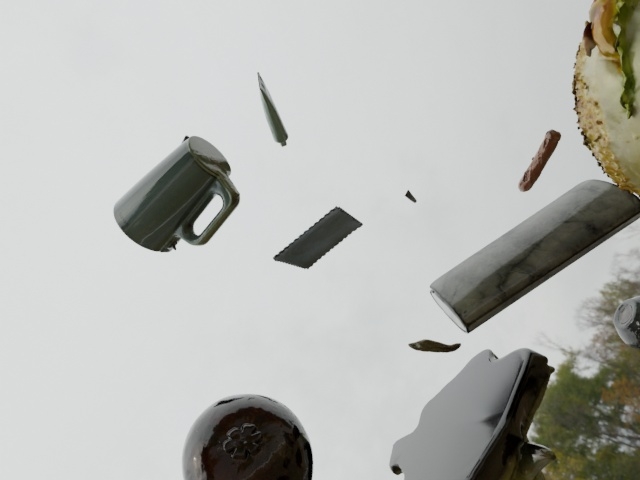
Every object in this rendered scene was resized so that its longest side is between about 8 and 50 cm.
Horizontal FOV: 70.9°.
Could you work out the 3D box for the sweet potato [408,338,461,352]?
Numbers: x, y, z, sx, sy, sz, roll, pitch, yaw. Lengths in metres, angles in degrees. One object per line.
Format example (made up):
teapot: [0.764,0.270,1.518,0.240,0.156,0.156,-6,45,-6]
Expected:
sweet potato: [0.333,0.308,1.311,0.041,0.153,0.038,-71,-22,-60]

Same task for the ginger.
ginger: [0.292,0.405,0.791,0.211,0.358,0.413,38,-98,2]

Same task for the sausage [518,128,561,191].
sausage: [0.500,-0.178,1.032,0.042,0.036,0.157,-24,-39,-45]

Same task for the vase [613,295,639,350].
vase: [0.721,0.188,0.936,0.120,0.183,0.120,22,-90,-85]

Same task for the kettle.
kettle: [-0.299,-0.085,0.978,0.210,0.243,0.160,57,-157,15]

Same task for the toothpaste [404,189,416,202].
toothpaste: [0.301,-0.145,1.498,0.083,0.015,0.024,26,-87,-55]

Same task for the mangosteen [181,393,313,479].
mangosteen: [-0.069,0.223,0.446,0.140,0.140,0.140,-9,-77,-41]

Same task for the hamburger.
hamburger: [0.417,-0.186,0.500,0.276,0.179,0.294,-38,-64,-12]

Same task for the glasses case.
glasses case: [0.311,0.021,0.664,0.299,0.114,0.060,-34,-65,0]

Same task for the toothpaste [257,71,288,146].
toothpaste: [-0.121,-0.318,1.133,0.218,0.041,0.064,69,-171,-55]

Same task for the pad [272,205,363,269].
pad: [0.000,0.000,1.478,0.270,0.012,0.269,-39,-22,10]
